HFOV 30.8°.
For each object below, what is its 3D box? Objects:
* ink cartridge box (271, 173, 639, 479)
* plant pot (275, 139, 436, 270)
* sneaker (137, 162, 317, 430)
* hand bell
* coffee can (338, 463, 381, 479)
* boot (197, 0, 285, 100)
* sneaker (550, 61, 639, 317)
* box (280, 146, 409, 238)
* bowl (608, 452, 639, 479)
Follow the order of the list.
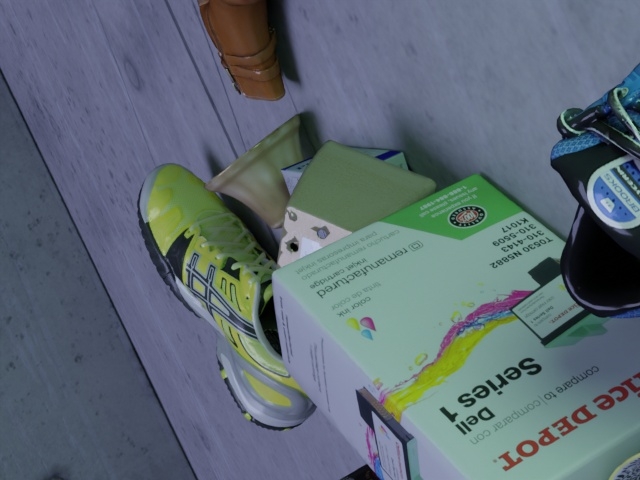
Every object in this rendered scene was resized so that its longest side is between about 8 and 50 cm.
[{"bbox_3d":[0.123,0.096,0.852,0.278,0.201,0.117,44,151,42],"label":"ink cartridge box"},{"bbox_3d":[0.021,-0.004,0.982,0.109,0.096,0.109,23,124,20],"label":"plant pot"},{"bbox_3d":[-0.097,0.048,1.491,0.384,0.145,0.147,56,139,13],"label":"sneaker"},{"bbox_3d":[0.000,0.000,1.224,0.242,0.126,0.126,52,161,-5],"label":"hand bell"},{"bbox_3d":[0.106,0.270,1.007,0.201,0.275,0.201,50,156,32],"label":"coffee can"},{"bbox_3d":[-0.067,-0.206,1.142,0.197,0.073,0.152,-132,23,-67],"label":"boot"},{"bbox_3d":[0.201,-0.051,0.553,0.129,0.147,0.330,53,156,25],"label":"sneaker"},{"bbox_3d":[0.038,-0.020,1.110,0.137,0.072,0.126,15,127,63],"label":"box"},{"bbox_3d":[0.271,0.171,0.728,0.170,0.080,0.170,22,133,26],"label":"bowl"}]
